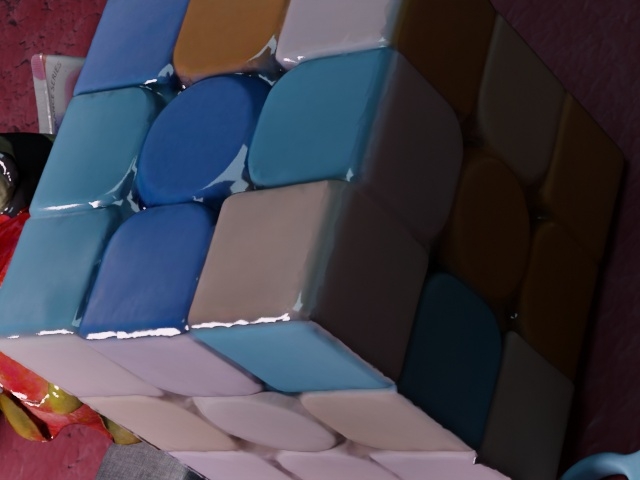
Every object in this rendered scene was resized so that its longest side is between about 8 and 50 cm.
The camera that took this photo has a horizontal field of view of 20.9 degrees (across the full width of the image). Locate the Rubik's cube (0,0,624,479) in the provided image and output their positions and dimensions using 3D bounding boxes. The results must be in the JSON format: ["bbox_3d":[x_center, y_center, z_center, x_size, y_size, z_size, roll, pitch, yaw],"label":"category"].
[{"bbox_3d":[0.000,0.000,1.419,0.346,0.347,0.344,-5,57,37],"label":"Rubik's cube"}]

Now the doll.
[{"bbox_3d":[-0.318,-0.052,1.829,0.143,0.234,0.135,41,115,42],"label":"doll"}]

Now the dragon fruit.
[{"bbox_3d":[-0.229,0.070,1.618,0.227,0.243,0.307,-37,14,-8],"label":"dragon fruit"}]

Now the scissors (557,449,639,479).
[{"bbox_3d":[0.315,0.107,1.270,0.447,0.029,0.192,-55,31,10],"label":"scissors"}]

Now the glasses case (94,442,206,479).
[{"bbox_3d":[-0.188,0.339,1.581,0.131,0.074,0.323,5,69,44],"label":"glasses case"}]

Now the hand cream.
[{"bbox_3d":[-0.201,-0.144,1.876,0.340,0.077,0.124,3,103,41],"label":"hand cream"}]
